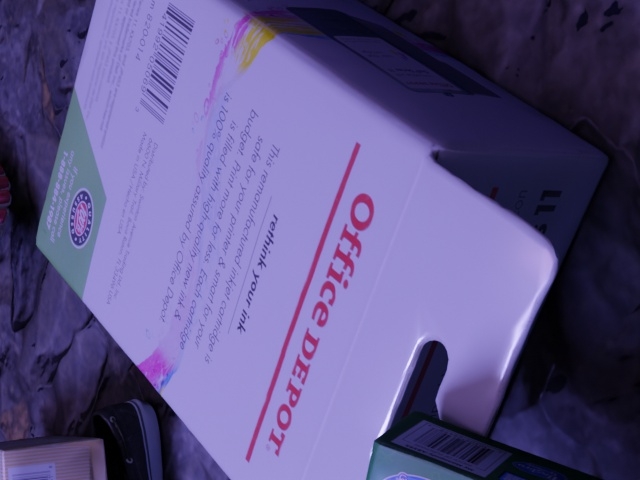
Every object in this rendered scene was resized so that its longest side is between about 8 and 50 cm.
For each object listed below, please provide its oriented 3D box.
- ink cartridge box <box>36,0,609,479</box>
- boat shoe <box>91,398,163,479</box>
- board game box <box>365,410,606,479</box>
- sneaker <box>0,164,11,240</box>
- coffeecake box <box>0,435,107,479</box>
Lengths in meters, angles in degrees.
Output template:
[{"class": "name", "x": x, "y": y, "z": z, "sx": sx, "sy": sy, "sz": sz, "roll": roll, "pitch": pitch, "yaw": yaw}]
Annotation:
[{"class": "ink cartridge box", "x": 0.000, "y": 0.000, "z": 0.623, "sx": 0.353, "sy": 0.119, "sz": 0.207, "roll": 42, "pitch": 121, "yaw": 42}, {"class": "boat shoe", "x": -0.129, "y": 0.180, "z": 0.841, "sx": 0.049, "sy": 0.040, "sz": 0.142, "roll": -22, "pitch": 74, "yaw": 48}, {"class": "board game box", "x": 0.145, "y": 0.211, "z": 0.416, "sx": 0.317, "sy": 0.046, "sz": 0.214, "roll": 17, "pitch": 104, "yaw": 25}, {"class": "sneaker", "x": -0.339, "y": -0.030, "z": 1.046, "sx": 0.299, "sy": 0.120, "sz": 0.112, "roll": 41, "pitch": 135, "yaw": 50}, {"class": "coffeecake box", "x": -0.195, "y": 0.210, "z": 0.859, "sx": 0.185, "sy": 0.068, "sz": 0.142, "roll": 159, "pitch": 106, "yaw": -67}]
